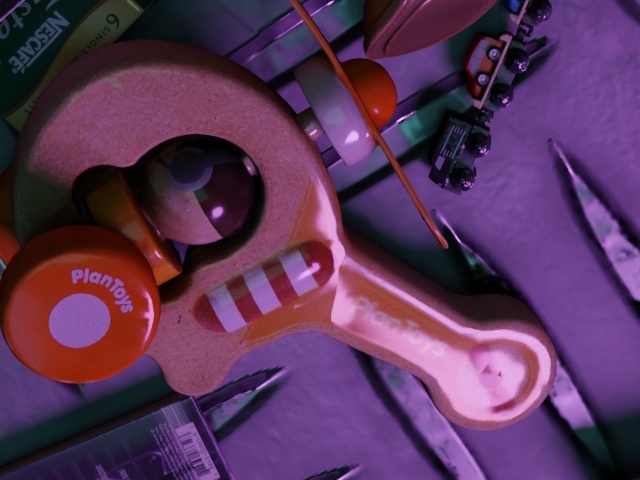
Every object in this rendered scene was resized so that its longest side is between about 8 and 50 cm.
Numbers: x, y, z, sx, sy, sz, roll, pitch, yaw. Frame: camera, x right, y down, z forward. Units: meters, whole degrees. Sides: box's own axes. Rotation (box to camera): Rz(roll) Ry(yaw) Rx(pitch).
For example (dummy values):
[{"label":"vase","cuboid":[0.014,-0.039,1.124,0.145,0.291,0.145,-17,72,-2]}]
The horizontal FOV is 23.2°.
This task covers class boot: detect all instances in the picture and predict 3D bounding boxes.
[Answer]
[{"label":"boot","cuboid":[0.041,-0.197,0.833,0.073,0.197,0.152,-18,71,-19]}]

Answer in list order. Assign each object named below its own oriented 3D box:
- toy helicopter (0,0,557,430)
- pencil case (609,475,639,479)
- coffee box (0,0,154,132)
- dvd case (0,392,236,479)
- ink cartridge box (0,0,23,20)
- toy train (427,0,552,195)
[{"label":"toy helicopter","cuboid":[0.000,0.000,0.883,0.355,0.140,0.235,28,106,-24]},{"label":"pencil case","cuboid":[0.252,0.151,0.967,0.152,0.064,0.070,-24,123,4]},{"label":"coffee box","cuboid":[-0.190,-0.157,0.844,0.113,0.040,0.184,-39,106,24]},{"label":"dvd case","cuboid":[-0.148,0.205,0.984,0.221,0.018,0.164,-23,108,3]},{"label":"ink cartridge box","cuboid":[-0.217,-0.134,0.809,0.207,0.046,0.097,-35,107,25]},{"label":"toy train","cuboid":[0.100,-0.102,0.900,0.036,0.027,0.158,24,105,2]}]
